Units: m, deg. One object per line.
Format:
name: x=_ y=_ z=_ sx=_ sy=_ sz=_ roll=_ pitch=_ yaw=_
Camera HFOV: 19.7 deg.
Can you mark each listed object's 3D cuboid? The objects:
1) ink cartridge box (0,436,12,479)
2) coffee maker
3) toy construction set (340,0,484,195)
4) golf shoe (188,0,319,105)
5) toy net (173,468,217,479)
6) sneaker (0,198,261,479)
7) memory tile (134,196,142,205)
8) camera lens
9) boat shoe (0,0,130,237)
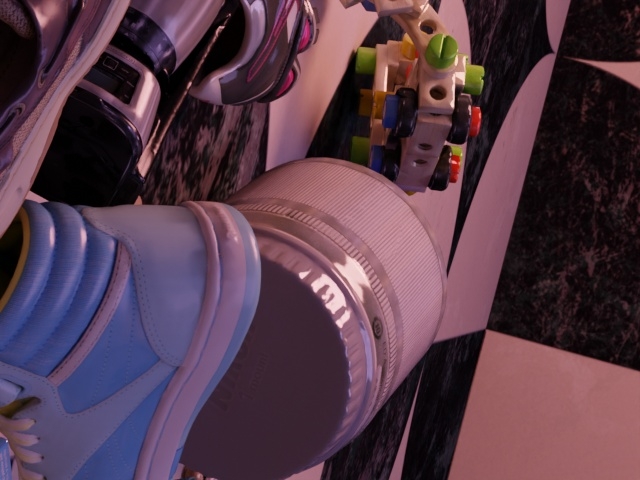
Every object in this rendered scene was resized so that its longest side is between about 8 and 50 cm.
ink cartridge box: x=-0.240 y=0.170 z=0.992 sx=0.143 sy=0.092 sz=0.090 roll=-51 pitch=148 yaw=-56
coffee maker: x=-0.129 y=-0.103 z=1.190 sx=0.171 sy=0.120 sz=0.178 roll=86 pitch=24 yaw=-54
toy construction set: x=0.093 y=-0.171 z=1.853 sx=0.328 sy=0.151 sz=0.215 roll=73 pitch=19 yaw=-63
golf shoe: x=-0.043 y=-0.232 z=1.425 sx=0.120 sy=0.105 sz=0.273 roll=-25 pitch=128 yaw=-62
toy net: x=-0.120 y=0.274 z=1.750 sx=0.232 sy=0.045 sz=0.122 roll=9 pitch=96 yaw=-76
sneaker: x=-0.189 y=0.098 z=1.155 sx=0.319 sy=0.208 sz=0.127 roll=-65 pitch=-145 yaw=24
memory tile: x=-0.154 y=-0.048 z=1.363 sx=0.113 sy=0.012 sz=0.148 roll=-52 pitch=154 yaw=-56
camera lens: x=-0.025 y=0.061 z=1.539 sx=0.274 sy=0.219 sz=0.219 roll=-41 pitch=144 yaw=-65
boat shoe: x=-0.178 y=-0.126 z=1.027 sx=0.092 sy=0.102 sz=0.285 roll=58 pitch=55 yaw=-77
